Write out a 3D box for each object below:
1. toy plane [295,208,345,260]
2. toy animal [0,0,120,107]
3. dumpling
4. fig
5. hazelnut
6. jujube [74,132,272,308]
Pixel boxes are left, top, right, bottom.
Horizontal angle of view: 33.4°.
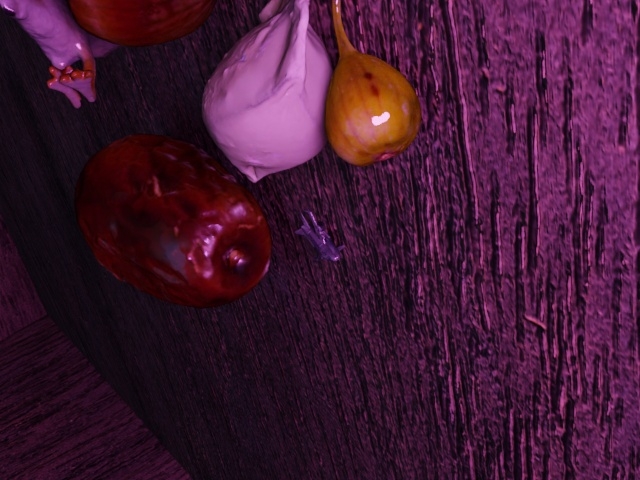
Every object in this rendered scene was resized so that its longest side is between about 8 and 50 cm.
[{"bbox_3d":[0.000,0.000,1.284,0.083,0.031,0.078,37,150,42],"label":"toy plane"},{"bbox_3d":[-0.312,-0.254,1.285,0.284,0.225,0.302,44,-161,-52],"label":"toy animal"},{"bbox_3d":[-0.044,-0.167,1.046,0.252,0.131,0.179,113,167,-71],"label":"dumpling"},{"bbox_3d":[0.048,-0.149,0.975,0.093,0.093,0.166,122,152,-65],"label":"fig"},{"bbox_3d":[-0.187,-0.303,1.124,0.178,0.178,0.204,33,120,46],"label":"hazelnut"},{"bbox_3d":[-0.202,-0.027,1.454,0.318,0.223,0.223,27,142,46],"label":"jujube"}]
